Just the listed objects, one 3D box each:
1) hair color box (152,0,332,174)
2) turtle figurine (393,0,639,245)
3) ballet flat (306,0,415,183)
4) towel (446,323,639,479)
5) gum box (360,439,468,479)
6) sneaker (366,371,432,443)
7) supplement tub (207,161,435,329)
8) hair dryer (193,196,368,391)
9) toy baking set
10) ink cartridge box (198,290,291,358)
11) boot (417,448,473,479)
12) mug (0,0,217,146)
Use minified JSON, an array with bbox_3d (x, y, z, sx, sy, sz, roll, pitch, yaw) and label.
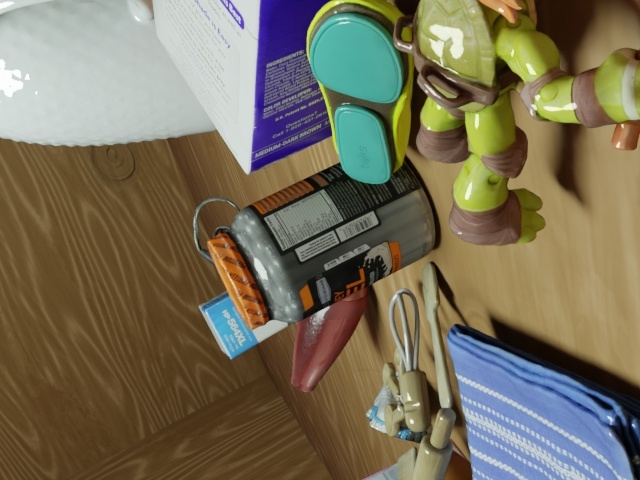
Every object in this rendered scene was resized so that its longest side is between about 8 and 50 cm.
[{"bbox_3d":[-0.053,-0.223,0.626,0.185,0.110,0.339,56,162,19],"label":"hair color box"},{"bbox_3d":[0.091,-0.088,0.426,0.269,0.087,0.217,56,166,33],"label":"turtle figurine"},{"bbox_3d":[0.037,-0.125,0.612,0.077,0.077,0.231,16,160,12],"label":"ballet flat"},{"bbox_3d":[0.185,0.247,0.648,0.243,0.040,0.336,-159,56,-66],"label":"towel"},{"bbox_3d":[0.110,0.338,1.035,0.062,0.188,0.107,-129,25,-49],"label":"gum box"},{"bbox_3d":[0.101,0.199,1.016,0.071,0.083,0.190,21,176,-6],"label":"sneaker"},{"bbox_3d":[0.000,0.000,0.756,0.117,0.190,0.117,59,168,21],"label":"supplement tub"},{"bbox_3d":[-0.040,0.064,1.114,0.223,0.080,0.294,-12,97,34],"label":"hair dryer"},{"bbox_3d":[0.090,0.159,0.826,0.197,0.030,0.256,-106,20,-50],"label":"toy baking set"},{"bbox_3d":[-0.072,0.087,1.233,0.086,0.203,0.148,62,169,-3],"label":"ink cartridge box"},{"bbox_3d":[0.192,0.323,0.852,0.220,0.109,0.284,103,151,-60],"label":"boot"},{"bbox_3d":[-0.302,-0.259,1.009,0.374,0.328,0.276,167,94,-79],"label":"mug"}]
